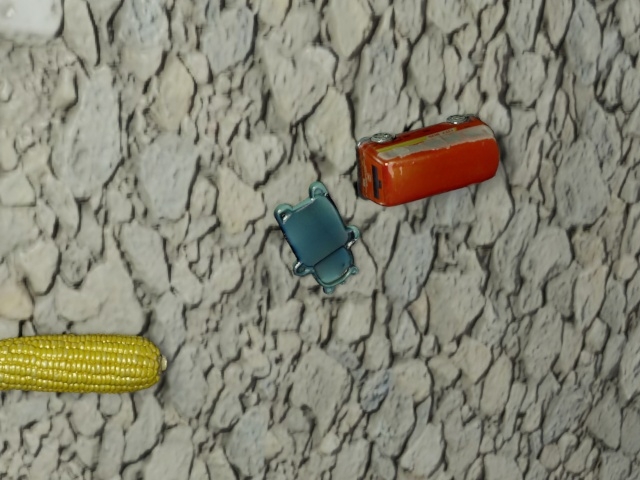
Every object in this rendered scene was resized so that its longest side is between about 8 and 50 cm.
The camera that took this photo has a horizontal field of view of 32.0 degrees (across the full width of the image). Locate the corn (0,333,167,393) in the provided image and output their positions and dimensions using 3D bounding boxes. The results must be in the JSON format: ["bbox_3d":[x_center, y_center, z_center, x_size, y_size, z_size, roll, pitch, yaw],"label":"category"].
[{"bbox_3d":[-0.267,0.134,1.211,0.206,0.067,0.067,2,109,-25],"label":"corn"}]

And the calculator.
[{"bbox_3d":[0.000,0.000,1.312,0.094,0.019,0.141,-33,122,-9],"label":"calculator"}]

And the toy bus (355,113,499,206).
[{"bbox_3d":[0.131,-0.092,1.303,0.174,0.077,0.079,-15,116,-19],"label":"toy bus"}]
